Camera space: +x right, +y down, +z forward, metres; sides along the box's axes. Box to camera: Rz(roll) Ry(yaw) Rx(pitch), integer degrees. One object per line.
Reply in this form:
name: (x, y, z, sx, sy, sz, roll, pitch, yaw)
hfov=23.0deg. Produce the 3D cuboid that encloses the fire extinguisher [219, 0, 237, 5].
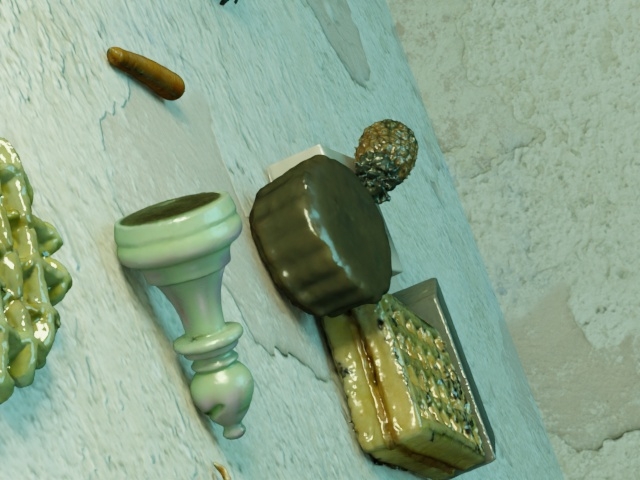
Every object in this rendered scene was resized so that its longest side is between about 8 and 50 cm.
fire extinguisher: (-0.167, -0.452, 2.454, 0.093, 0.118, 0.294, 30, 0, 23)

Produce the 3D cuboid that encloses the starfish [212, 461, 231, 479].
starfish: (-0.066, 0.362, 1.623, 0.295, 0.048, 0.231, 69, 14, 14)

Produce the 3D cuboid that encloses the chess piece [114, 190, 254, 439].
chess piece: (-0.128, 0.092, 1.718, 0.139, 0.139, 0.271, -56, 133, -74)

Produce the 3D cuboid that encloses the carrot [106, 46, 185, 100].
carrot: (-0.226, -0.215, 1.995, 0.190, 0.037, 0.037, 25, 43, -64)

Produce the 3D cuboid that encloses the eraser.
eraser: (0.196, 0.232, 2.671, 0.077, 0.111, 0.352, 37, 32, -67)

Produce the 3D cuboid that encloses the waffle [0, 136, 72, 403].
waffle: (-0.308, -0.020, 1.324, 0.309, 0.056, 0.292, 64, 14, -15)

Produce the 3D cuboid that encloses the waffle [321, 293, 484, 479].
waffle: (0.126, 0.223, 2.437, 0.376, 0.114, 0.261, 34, 32, -65)

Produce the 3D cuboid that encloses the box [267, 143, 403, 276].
box: (0.025, -0.030, 2.481, 0.203, 0.106, 0.252, 71, 16, 10)

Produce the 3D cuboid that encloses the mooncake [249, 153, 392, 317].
mooncake: (0.000, 0.000, 2.243, 0.228, 0.124, 0.228, 45, 31, -37)

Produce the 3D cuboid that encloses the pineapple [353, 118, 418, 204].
pineapple: (0.094, -0.112, 2.478, 0.108, 0.108, 0.197, 61, 26, -23)
